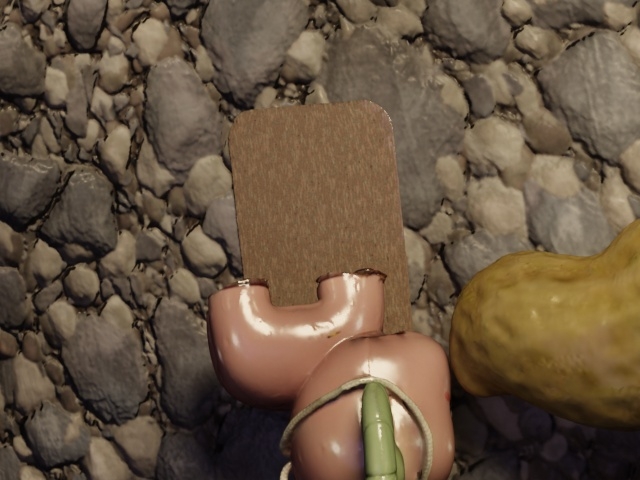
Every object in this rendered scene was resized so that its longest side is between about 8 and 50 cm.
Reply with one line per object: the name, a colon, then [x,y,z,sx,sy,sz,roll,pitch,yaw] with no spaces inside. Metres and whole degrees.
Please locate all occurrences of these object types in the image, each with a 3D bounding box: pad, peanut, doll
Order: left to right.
pad: [0.000,0.000,1.725,0.176,0.002,0.266,-3,96,24]
doll: [0.016,0.173,1.618,0.216,0.284,0.268,-6,72,-6]
peanut: [0.288,0.066,1.520,0.387,0.169,0.192,-10,88,25]
